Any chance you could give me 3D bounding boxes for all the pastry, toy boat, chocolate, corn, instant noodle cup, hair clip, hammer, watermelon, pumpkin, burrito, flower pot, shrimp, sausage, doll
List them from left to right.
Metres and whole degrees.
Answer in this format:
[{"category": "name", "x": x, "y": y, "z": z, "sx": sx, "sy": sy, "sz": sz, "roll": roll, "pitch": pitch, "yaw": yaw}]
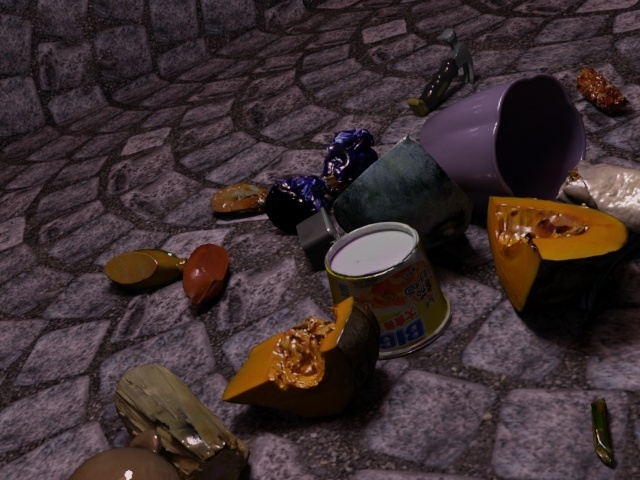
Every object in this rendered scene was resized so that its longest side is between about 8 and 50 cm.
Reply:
[{"category": "doll", "x": -0.235, "y": 0.381, "z": 1.017, "sx": 0.235, "sy": 0.174, "sz": 0.330, "roll": -51, "pitch": 32, "yaw": -7}, {"category": "toy boat", "x": -0.371, "y": 0.062, "z": 1.781, "sx": 0.229, "sy": 0.089, "sz": 0.088, "roll": -6, "pitch": -8, "yaw": 25}, {"category": "corn", "x": -0.212, "y": 0.276, "z": 1.240, "sx": 0.122, "sy": 0.123, "sz": 0.305, "roll": -32, "pitch": 31, "yaw": -25}, {"category": "sausage", "x": -0.230, "y": 0.063, "z": 1.665, "sx": 0.089, "sy": 0.089, "sz": 0.179, "roll": -15, "pitch": 26, "yaw": 9}, {"category": "shrimp", "x": -0.174, "y": -0.091, "z": 1.938, "sx": 0.217, "sy": 0.051, "sz": 0.115, "roll": 11, "pitch": 47, "yaw": 43}, {"category": "pumpkin", "x": -0.014, "y": 0.199, "z": 1.270, "sx": 0.248, "sy": 0.126, "sz": 0.131, "roll": -26, "pitch": 30, "yaw": 32}, {"category": "chocolate", "x": 0.024, "y": -0.136, "z": 1.835, "sx": 0.148, "sy": 0.126, "sz": 0.343, "roll": 37, "pitch": 49, "yaw": 12}, {"category": "instant noodle cup", "x": 0.099, "y": 0.074, "z": 1.369, "sx": 0.204, "sy": 0.153, "sz": 0.205, "roll": -17, "pitch": 29, "yaw": 9}, {"category": "watermelon", "x": 0.154, "y": -0.039, "z": 1.481, "sx": 0.188, "sy": 0.322, "sz": 0.175, "roll": -46, "pitch": 60, "yaw": 1}, {"category": "hammer", "x": 0.308, "y": -0.408, "z": 2.125, "sx": 0.041, "sy": 0.159, "sz": 0.226, "roll": 17, "pitch": 64, "yaw": 50}, {"category": "flower pot", "x": 0.326, "y": -0.165, "z": 1.563, "sx": 0.265, "sy": 0.265, "sz": 0.243, "roll": -37, "pitch": 19, "yaw": -29}, {"category": "pumpkin", "x": 0.375, "y": 0.028, "z": 1.310, "sx": 0.169, "sy": 0.148, "sz": 0.312, "roll": -2, "pitch": 23, "yaw": -3}, {"category": "pastry", "x": 0.607, "y": -0.321, "z": 1.814, "sx": 0.063, "sy": 0.087, "sz": 0.169, "roll": -48, "pitch": 21, "yaw": 19}, {"category": "hair clip", "x": 0.483, "y": 0.023, "z": 1.336, "sx": 0.275, "sy": 0.048, "sz": 0.083, "roll": -40, "pitch": 44, "yaw": -25}, {"category": "burrito", "x": 0.554, "y": -0.041, "z": 1.294, "sx": 0.392, "sy": 0.076, "sz": 0.117, "roll": 25, "pitch": 64, "yaw": 36}]

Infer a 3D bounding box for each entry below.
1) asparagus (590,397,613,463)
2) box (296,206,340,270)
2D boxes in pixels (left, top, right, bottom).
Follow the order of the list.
[{"category": "asparagus", "x": 0.354, "y": 0.239, "z": 1.049, "sx": 0.021, "sy": 0.025, "sz": 0.108, "roll": -1, "pitch": 32, "yaw": 13}, {"category": "box", "x": 0.000, "y": 0.000, "z": 1.639, "sx": 0.069, "sy": 0.084, "sz": 0.122, "roll": -28, "pitch": 27, "yaw": 6}]
